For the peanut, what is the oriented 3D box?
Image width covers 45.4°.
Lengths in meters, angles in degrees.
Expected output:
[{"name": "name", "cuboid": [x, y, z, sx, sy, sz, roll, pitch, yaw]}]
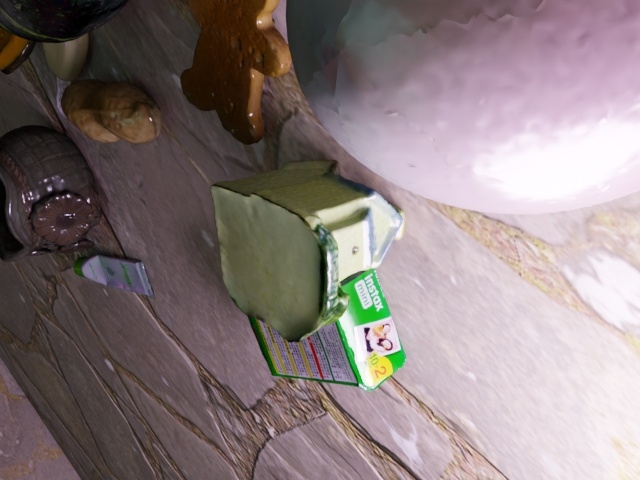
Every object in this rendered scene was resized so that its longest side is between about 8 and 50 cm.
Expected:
[{"name": "peanut", "cuboid": [-0.368, -0.230, 1.357, 0.263, 0.101, 0.117, 12, 147, 44]}]

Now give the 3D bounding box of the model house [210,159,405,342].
[{"name": "model house", "cuboid": [0.000, 0.000, 0.981, 0.214, 0.189, 0.195, 19, 127, 42]}]

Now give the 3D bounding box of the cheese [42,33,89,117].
[{"name": "cheese", "cuboid": [-0.500, -0.340, 1.481, 0.127, 0.050, 0.255, 47, 142, 18]}]

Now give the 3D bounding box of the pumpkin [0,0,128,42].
[{"name": "pumpkin", "cuboid": [-0.429, -0.458, 1.150, 0.323, 0.241, 0.323, 24, 131, 31]}]

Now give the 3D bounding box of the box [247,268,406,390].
[{"name": "box", "cuboid": [-0.001, 0.125, 1.144, 0.250, 0.103, 0.180, -4, 111, 50]}]

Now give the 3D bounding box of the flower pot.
[{"name": "flower pot", "cuboid": [-0.620, -0.092, 1.658, 0.302, 0.213, 0.302, 30, 133, 37]}]

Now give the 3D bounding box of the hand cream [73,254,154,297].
[{"name": "hand cream", "cuboid": [-0.470, 0.075, 1.741, 0.275, 0.050, 0.079, 7, 146, 44]}]

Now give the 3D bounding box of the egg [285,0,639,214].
[{"name": "egg", "cuboid": [0.136, -0.175, 0.573, 0.354, 0.340, 0.354, 32, 136, 36]}]

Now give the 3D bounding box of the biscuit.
[{"name": "biscuit", "cuboid": [-0.112, -0.278, 1.052, 0.197, 0.049, 0.301, 40, 140, 20]}]

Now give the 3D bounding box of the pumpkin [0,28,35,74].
[{"name": "pumpkin", "cuboid": [-0.602, -0.453, 1.515, 0.254, 0.149, 0.130, 61, -176, 10]}]
